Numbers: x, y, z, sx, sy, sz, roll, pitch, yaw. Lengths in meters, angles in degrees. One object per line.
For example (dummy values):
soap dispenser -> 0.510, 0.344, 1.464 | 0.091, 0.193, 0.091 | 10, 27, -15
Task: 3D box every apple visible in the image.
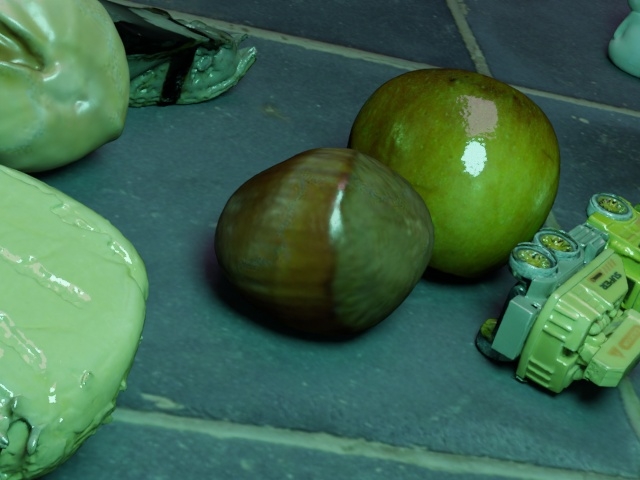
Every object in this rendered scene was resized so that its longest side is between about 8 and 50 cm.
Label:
apple -> 0.136, -0.070, 1.345 | 0.236, 0.208, 0.237 | 23, -6, 2

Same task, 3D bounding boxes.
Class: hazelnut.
hazelnut -> 0.000, 0.000, 1.199 | 0.214, 0.176, 0.214 | 6, -2, 0

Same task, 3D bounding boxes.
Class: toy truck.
toy truck -> 0.285, 0.061, 1.289 | 0.157, 0.124, 0.272 | 33, 35, 23

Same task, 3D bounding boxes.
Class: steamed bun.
steamed bun -> -0.260, 0.075, 0.956 | 0.232, 0.166, 0.273 | 27, 36, -11

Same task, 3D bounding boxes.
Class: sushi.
sushi -> -0.192, -0.212, 1.495 | 0.134, 0.109, 0.273 | 33, 20, 28

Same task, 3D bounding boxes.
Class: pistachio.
pistachio -> -0.336, -0.188, 1.280 | 0.308, 0.230, 0.230 | 24, 32, 16

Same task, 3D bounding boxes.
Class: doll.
doll -> 0.528, -0.345, 1.992 | 0.110, 0.181, 0.107 | 7, 21, -16

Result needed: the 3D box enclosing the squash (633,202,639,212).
squash -> 0.433, -0.025, 1.586 | 0.083, 0.027, 0.027 | 20, 32, 5
